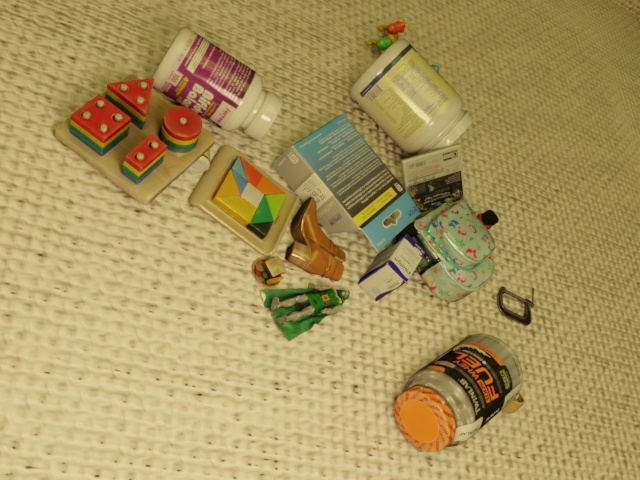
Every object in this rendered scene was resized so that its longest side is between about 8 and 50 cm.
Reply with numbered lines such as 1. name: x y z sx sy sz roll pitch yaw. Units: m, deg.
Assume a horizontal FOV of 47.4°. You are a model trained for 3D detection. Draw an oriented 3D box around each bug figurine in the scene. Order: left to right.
1. bug figurine: 0.283 -0.624 2.432 0.279 0.072 0.216 52 45 2

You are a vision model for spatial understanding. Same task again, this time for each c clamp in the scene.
1. c clamp: 0.582 0.185 2.172 0.161 0.022 0.137 20 57 -28

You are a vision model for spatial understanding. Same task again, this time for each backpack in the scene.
1. backpack: 0.361 0.031 1.997 0.225 0.191 0.253 -28 86 -45

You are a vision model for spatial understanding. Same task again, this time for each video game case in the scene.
1. video game case: 0.325 -0.171 2.090 0.190 0.022 0.173 -18 113 -18

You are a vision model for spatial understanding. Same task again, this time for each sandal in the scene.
1. sandal: 0.507 -0.059 2.255 0.179 0.040 0.067 -30 83 -44

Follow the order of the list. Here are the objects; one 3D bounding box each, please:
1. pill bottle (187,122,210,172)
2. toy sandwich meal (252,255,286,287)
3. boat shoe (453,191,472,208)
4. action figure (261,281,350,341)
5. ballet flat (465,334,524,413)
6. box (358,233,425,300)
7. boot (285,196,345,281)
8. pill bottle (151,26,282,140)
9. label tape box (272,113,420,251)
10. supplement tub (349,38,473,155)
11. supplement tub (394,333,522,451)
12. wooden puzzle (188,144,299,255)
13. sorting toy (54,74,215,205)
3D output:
1. pill bottle: -0.297 -0.225 1.743 0.065 0.065 0.116 15 54 -29
2. toy sandwich meal: -0.119 0.071 1.709 0.086 0.029 0.085 19 53 -27
3. boat shoe: 0.411 -0.074 2.168 0.070 0.078 0.219 -4 67 -40
4. action figure: -0.016 0.148 1.720 0.232 0.063 0.137 -11 66 -44
5. ballet flat: 0.470 0.346 1.943 0.080 0.073 0.232 -18 74 -43
6. box: 0.182 0.070 1.869 0.072 0.126 0.137 45 45 -6
7. boot: 0.000 0.000 1.819 0.152 0.073 0.197 25 62 -21
8. pill bottle: -0.251 -0.377 1.803 0.301 0.169 0.169 30 48 -17
9. label tape box: 0.076 -0.138 1.937 0.347 0.115 0.249 52 46 -1
10. supplement tub: 0.271 -0.409 2.170 0.325 0.235 0.235 45 45 -5
11. supplement tub: 0.330 0.364 1.743 0.316 0.193 0.193 -24 78 -43
12. wooden puzzle: -0.176 -0.104 1.770 0.239 0.044 0.221 35 47 -14
13. sorting toy: -0.400 -0.250 1.616 0.257 0.089 0.255 37 52 3
